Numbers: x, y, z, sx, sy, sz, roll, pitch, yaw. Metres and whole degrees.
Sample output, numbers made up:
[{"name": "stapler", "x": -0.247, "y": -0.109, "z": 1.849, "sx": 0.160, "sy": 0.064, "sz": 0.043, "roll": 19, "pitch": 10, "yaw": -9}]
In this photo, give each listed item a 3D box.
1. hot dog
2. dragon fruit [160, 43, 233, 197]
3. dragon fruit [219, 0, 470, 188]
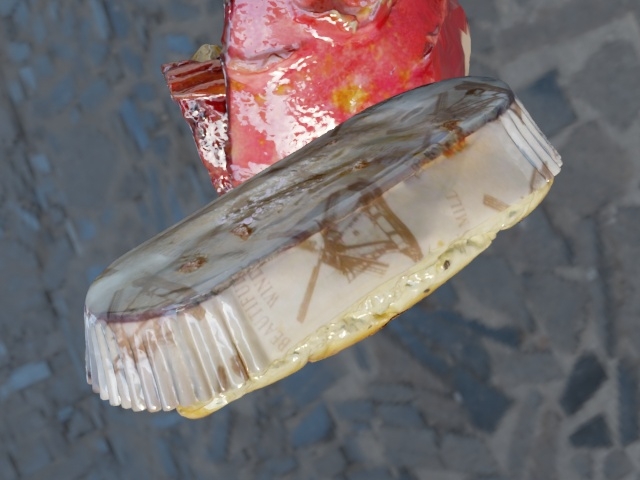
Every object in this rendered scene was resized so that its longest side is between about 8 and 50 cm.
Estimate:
[{"name": "hot dog", "x": 0.000, "y": 0.000, "z": 0.799, "sx": 0.144, "sy": 0.268, "sz": 0.075, "roll": 12, "pitch": 130, "yaw": 58}, {"name": "dragon fruit", "x": -0.074, "y": -0.115, "z": 1.427, "sx": 0.192, "sy": 0.092, "sz": 0.122, "roll": -128, "pitch": 13, "yaw": -76}, {"name": "dragon fruit", "x": 0.017, "y": -0.147, "z": 1.085, "sx": 0.163, "sy": 0.189, "sz": 0.261, "roll": 126, "pitch": 157, "yaw": -53}]
